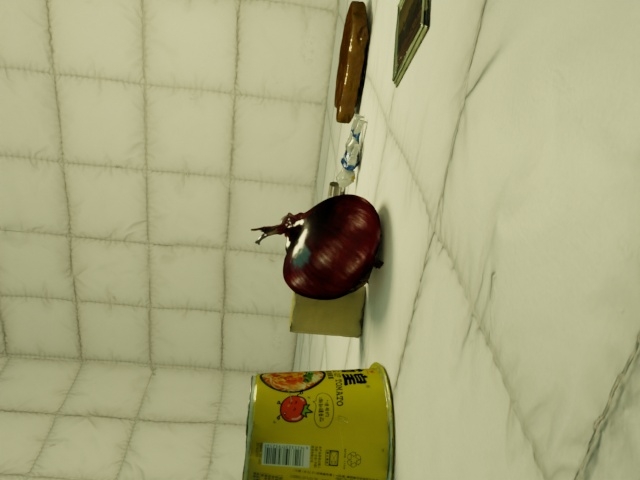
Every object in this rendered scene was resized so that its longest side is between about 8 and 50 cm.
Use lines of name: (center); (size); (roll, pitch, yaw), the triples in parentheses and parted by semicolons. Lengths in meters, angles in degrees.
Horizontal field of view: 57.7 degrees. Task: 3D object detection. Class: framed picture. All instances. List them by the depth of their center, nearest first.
framed picture: (0.176, -0.442, 1.141); (0.252, 0.014, 0.197); (120, 155, -79)

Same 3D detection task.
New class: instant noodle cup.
instant noodle cup: (-0.016, 0.389, 1.113); (0.325, 0.254, 0.325); (-176, 90, -85)

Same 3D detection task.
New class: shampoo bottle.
shampoo bottle: (0.045, -0.093, 2.079); (0.086, 0.056, 0.227); (-93, 10, -72)

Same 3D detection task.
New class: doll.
doll: (0.092, -0.253, 1.720); (0.114, 0.057, 0.227); (-110, 34, -65)

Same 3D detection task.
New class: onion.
onion: (0.000, 0.000, 1.290); (0.273, 0.285, 0.273); (-57, 5, 8)

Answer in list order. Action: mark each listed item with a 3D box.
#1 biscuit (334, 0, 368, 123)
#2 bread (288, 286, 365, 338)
biscuit: (0.098, -0.567, 1.889); (0.359, 0.074, 0.380); (176, 97, -87)
bread: (0.016, 0.168, 1.412); (0.060, 0.178, 0.139); (-135, 50, -79)
